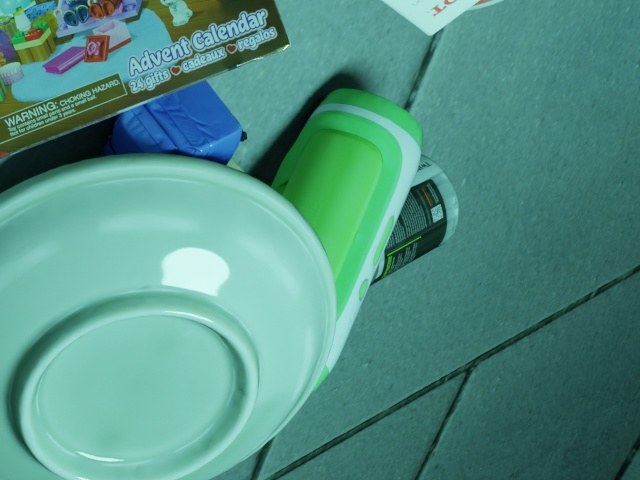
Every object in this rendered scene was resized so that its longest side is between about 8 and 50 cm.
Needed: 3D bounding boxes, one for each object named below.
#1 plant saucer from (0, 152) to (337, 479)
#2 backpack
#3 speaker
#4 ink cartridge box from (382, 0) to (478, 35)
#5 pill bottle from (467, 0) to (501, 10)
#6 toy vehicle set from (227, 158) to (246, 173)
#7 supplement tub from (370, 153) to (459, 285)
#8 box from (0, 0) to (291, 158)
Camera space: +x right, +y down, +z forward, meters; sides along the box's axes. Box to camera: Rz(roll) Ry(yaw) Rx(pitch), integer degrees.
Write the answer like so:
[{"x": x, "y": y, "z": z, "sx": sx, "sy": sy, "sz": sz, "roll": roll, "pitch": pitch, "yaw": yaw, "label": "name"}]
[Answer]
[{"x": -0.168, "y": 0.113, "z": 1.596, "sx": 0.400, "sy": 0.100, "sz": 0.400, "roll": -9, "pitch": 128, "yaw": -11, "label": "plant saucer"}, {"x": -0.140, "y": -0.084, "z": 1.599, "sx": 0.101, "sy": 0.098, "sz": 0.120, "roll": -22, "pitch": 158, "yaw": -30, "label": "backpack"}, {"x": 0.000, "y": 0.000, "z": 1.808, "sx": 0.131, "sy": 0.131, "sz": 0.296, "roll": 68, "pitch": 43, "yaw": -64, "label": "speaker"}, {"x": 0.066, "y": -0.263, "z": 1.230, "sx": 0.172, "sy": 0.100, "sz": 0.237, "roll": -35, "pitch": 146, "yaw": 21, "label": "ink cartridge box"}, {"x": 0.075, "y": -0.342, "z": 1.433, "sx": 0.210, "sy": 0.210, "sz": 0.363, "roll": -49, "pitch": 156, "yaw": 0, "label": "pill bottle"}, {"x": -0.102, "y": 0.020, "z": 1.795, "sx": 0.267, "sy": 0.035, "sz": 0.166, "roll": 48, "pitch": 60, "yaw": -69, "label": "toy vehicle set"}, {"x": 0.054, "y": -0.015, "z": 1.999, "sx": 0.190, "sy": 0.117, "sz": 0.117, "roll": -28, "pitch": 149, "yaw": -39, "label": "supplement tub"}, {"x": -0.190, "y": -0.166, "z": 1.160, "sx": 0.293, "sy": 0.201, "sz": 0.057, "roll": -22, "pitch": -170, "yaw": -7, "label": "box"}]
